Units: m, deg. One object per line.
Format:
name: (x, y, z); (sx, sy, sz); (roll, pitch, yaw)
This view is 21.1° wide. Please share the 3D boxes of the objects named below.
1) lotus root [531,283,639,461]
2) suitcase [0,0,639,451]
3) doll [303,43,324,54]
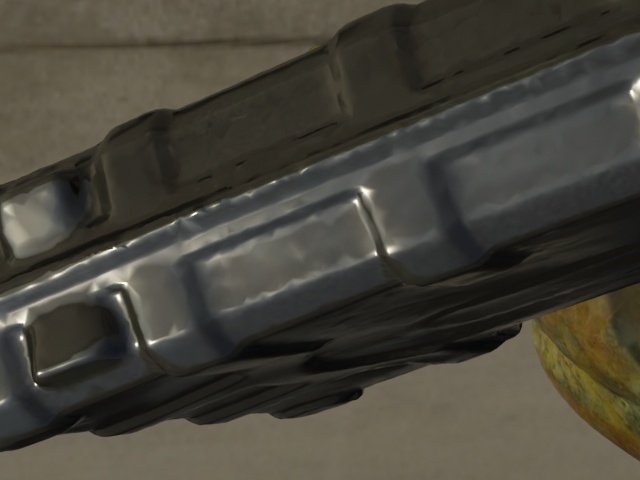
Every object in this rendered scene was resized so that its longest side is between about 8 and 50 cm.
lotus root: (0.269, 0.041, 1.136); (0.250, 0.346, 0.250); (-13, 114, -31)
suitcase: (0.058, -0.018, 0.452); (0.286, 0.066, 0.206); (-21, 168, 24)
doll: (0.000, 0.000, 1.295); (0.199, 0.145, 0.363); (-42, 150, -16)
